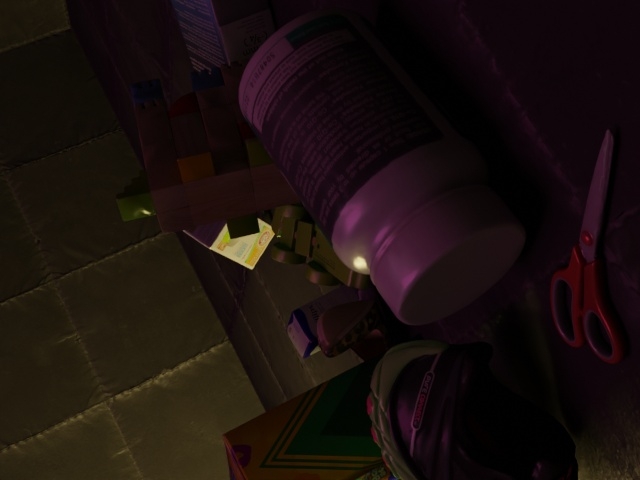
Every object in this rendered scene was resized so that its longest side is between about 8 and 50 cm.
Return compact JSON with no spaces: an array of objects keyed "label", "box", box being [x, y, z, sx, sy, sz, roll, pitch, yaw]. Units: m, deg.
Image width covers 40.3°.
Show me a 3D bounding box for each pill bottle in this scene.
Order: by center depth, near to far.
[{"label":"pill bottle","box":[0.068,-0.091,1.038,0.361,0.204,0.204,56,161,29]}]

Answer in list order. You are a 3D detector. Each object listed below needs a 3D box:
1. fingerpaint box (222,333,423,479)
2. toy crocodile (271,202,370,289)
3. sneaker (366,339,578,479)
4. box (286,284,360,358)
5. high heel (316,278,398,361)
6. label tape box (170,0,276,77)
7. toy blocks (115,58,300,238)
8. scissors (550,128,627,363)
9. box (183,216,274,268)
[{"label":"fingerpaint box","box":[0.034,0.399,1.546,0.163,0.371,0.445,57,161,26]},{"label":"toy crocodile","box":[0.000,0.000,1.561,0.340,0.105,0.115,28,114,56]},{"label":"sneaker","box":[0.242,0.331,1.101,0.202,0.185,0.483,-23,108,36]},{"label":"box","box":[0.014,0.152,1.659,0.072,0.137,0.126,59,162,16]},{"label":"high heel","box":[0.071,0.184,1.449,0.261,0.093,0.186,-49,-53,-62]},{"label":"label tape box","box":[-0.159,-0.337,1.551,0.240,0.106,0.334,40,150,54]},{"label":"toy blocks","box":[-0.130,-0.167,1.349,0.191,0.381,0.261,85,169,-51]},{"label":"scissors","box":[0.265,0.006,0.890,0.109,0.021,0.297,44,155,54]},{"label":"box","box":[-0.201,-0.027,1.931,0.103,0.114,0.203,32,179,27]}]
